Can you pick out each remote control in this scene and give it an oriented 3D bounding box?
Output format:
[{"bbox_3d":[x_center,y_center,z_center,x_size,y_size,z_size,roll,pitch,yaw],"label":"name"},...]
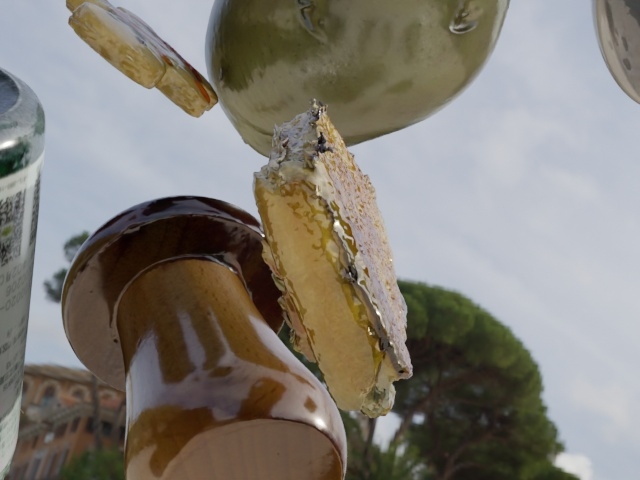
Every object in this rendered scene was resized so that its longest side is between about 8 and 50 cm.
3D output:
[{"bbox_3d":[0.398,-0.314,1.233,0.221,0.332,0.103,26,-22,-39],"label":"remote control"}]

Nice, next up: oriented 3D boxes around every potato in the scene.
[{"bbox_3d":[0.020,-0.213,1.002,0.221,0.243,0.326,-11,1,-42],"label":"potato"}]

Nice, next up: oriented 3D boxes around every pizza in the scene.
[{"bbox_3d":[0.000,0.000,0.575,0.069,0.226,0.147,-22,-67,9],"label":"pizza"}]

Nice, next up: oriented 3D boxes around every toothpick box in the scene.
[{"bbox_3d":[-0.092,0.092,0.792,0.192,0.192,0.294,31,16,-33],"label":"toothpick box"}]

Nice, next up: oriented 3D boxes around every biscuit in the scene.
[{"bbox_3d":[-0.153,-0.163,0.893,0.153,0.030,0.234,40,7,2],"label":"biscuit"}]

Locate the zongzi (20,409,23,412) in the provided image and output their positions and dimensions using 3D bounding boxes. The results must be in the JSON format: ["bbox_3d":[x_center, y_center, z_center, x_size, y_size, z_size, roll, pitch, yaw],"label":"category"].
[{"bbox_3d":[-0.396,0.189,1.150,0.081,0.189,0.178,26,-38,6],"label":"zongzi"}]

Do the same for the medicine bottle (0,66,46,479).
[{"bbox_3d":[-0.227,0.054,0.547,0.141,0.141,0.293,14,-64,3],"label":"medicine bottle"}]
